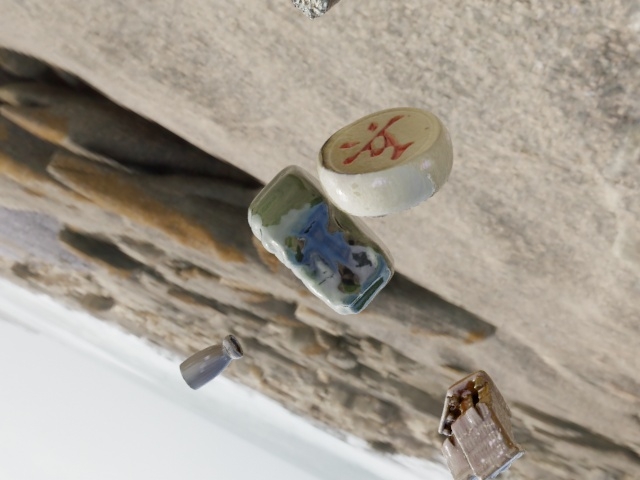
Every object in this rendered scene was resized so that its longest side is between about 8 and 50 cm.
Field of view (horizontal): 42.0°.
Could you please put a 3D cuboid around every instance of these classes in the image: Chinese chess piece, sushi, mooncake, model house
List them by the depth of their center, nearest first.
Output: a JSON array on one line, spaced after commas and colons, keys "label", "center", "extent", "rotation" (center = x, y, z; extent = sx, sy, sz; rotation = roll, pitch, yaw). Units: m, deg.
[{"label": "sushi", "center": [-0.022, -0.452, 1.397], "extent": [0.090, 0.078, 0.150], "rotation": [-4, 122, 48]}, {"label": "Chinese chess piece", "center": [0.118, -0.143, 1.515], "extent": [0.249, 0.250, 0.103], "rotation": [14, 136, 42]}, {"label": "mooncake", "center": [0.000, 0.000, 1.839], "extent": [0.351, 0.187, 0.351], "rotation": [41, -173, -6]}, {"label": "model house", "center": [0.370, 0.467, 1.959], "extent": [0.219, 0.199, 0.229], "rotation": [46, -158, -20]}]

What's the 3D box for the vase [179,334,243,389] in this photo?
[{"label": "vase", "center": [-0.178, 0.198, 1.369], "extent": [0.053, 0.100, 0.053], "rotation": [55, -172, -11]}]
